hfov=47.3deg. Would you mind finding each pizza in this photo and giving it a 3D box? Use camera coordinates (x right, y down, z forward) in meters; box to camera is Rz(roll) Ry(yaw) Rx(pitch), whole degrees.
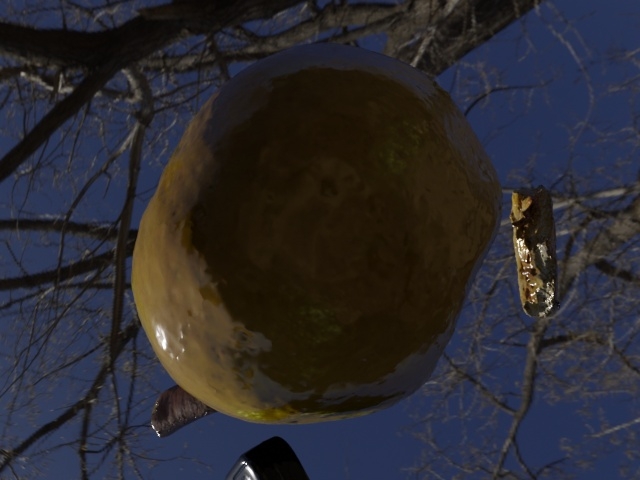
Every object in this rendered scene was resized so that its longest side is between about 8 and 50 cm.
[{"bbox_3d":[0.279,0.010,0.956,0.062,0.161,0.182,-2,-94,7],"label":"pizza"}]

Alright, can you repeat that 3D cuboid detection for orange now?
[{"bbox_3d":[0.000,0.000,0.524,0.235,0.279,0.279,26,-113,-3],"label":"orange"}]

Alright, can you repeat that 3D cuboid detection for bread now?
[{"bbox_3d":[-0.126,0.155,0.701,0.036,0.083,0.047,47,-150,-22],"label":"bread"}]

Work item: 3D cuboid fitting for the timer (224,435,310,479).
[{"bbox_3d":[-0.032,0.231,0.511,0.055,0.187,0.144,-22,-112,-31],"label":"timer"}]
